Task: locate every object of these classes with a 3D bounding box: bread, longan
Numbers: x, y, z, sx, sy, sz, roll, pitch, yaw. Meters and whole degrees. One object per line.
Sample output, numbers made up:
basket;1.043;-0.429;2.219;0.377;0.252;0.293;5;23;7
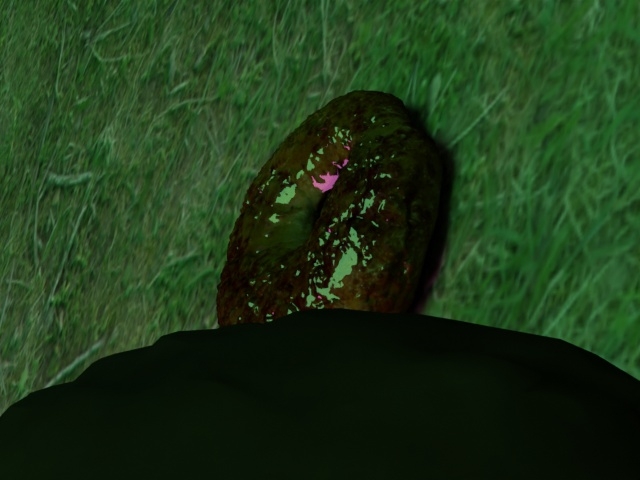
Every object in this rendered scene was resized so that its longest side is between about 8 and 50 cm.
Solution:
bread;0.000;0.000;1.095;0.193;0.064;0.193;-46;32;40
longan;-0.031;0.235;0.591;0.404;0.404;0.436;-8;70;64

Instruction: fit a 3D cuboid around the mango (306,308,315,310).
mango;-0.010;0.180;0.878;0.201;0.153;0.287;-175;105;-75
